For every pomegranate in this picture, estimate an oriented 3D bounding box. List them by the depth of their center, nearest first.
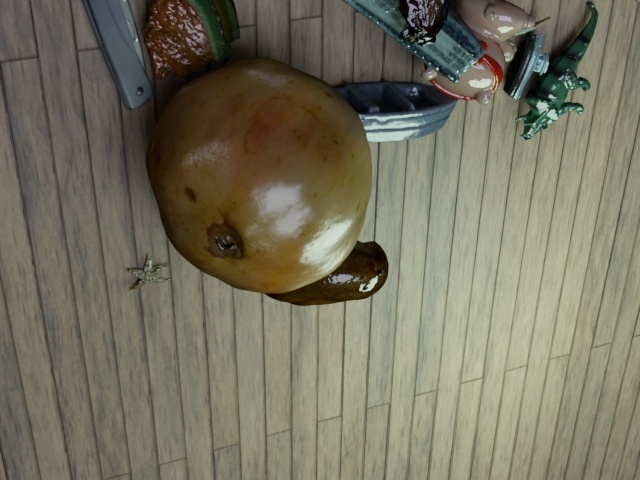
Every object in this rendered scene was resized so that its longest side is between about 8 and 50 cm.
[{"bbox_3d":[-0.101,-0.122,1.806,0.412,0.411,0.411,-13,127,-18],"label":"pomegranate"}]

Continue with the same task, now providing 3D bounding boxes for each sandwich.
[{"bbox_3d":[-0.224,-0.368,1.740,0.160,0.109,0.184,-15,132,10],"label":"sandwich"}]

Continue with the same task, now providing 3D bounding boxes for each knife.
[{"bbox_3d":[-0.333,-0.336,1.741,0.073,0.040,0.265,-29,131,-19],"label":"knife"}]

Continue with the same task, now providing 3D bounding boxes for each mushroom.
[{"bbox_3d":[-0.008,0.036,2.055,0.267,0.254,0.267,-22,157,-10],"label":"mushroom"}]

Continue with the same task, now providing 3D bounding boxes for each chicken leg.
[{"bbox_3d":[0.143,-0.419,1.618,0.106,0.051,0.253,-29,120,-14],"label":"chicken leg"}]

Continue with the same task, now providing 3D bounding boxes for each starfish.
[{"bbox_3d":[-0.332,0.069,2.042,0.092,0.016,0.086,24,112,-39],"label":"starfish"}]

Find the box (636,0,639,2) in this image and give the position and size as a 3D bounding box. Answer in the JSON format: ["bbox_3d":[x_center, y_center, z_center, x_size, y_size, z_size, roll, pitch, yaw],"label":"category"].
[{"bbox_3d":[0.618,-0.587,1.913,0.301,0.216,0.300,-13,129,-17],"label":"box"}]

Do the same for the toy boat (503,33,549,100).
[{"bbox_3d":[0.412,-0.341,2.082,0.066,0.059,0.140,10,117,-16],"label":"toy boat"}]

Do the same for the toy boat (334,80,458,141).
[{"bbox_3d":[0.133,-0.244,1.974,0.283,0.127,0.078,-7,125,-27],"label":"toy boat"}]

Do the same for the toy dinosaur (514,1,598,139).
[{"bbox_3d":[0.495,-0.324,2.127,0.120,0.079,0.292,29,104,-39],"label":"toy dinosaur"}]

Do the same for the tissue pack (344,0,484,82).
[{"bbox_3d":[0.116,-0.417,1.777,0.316,0.228,0.103,30,110,-38],"label":"tissue pack"}]

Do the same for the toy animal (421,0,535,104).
[{"bbox_3d":[0.280,-0.355,1.935,0.171,0.171,0.197,22,101,-35],"label":"toy animal"}]

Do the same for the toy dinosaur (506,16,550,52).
[{"bbox_3d":[0.335,-0.402,2.018,0.187,0.044,0.106,-37,114,15],"label":"toy dinosaur"}]
